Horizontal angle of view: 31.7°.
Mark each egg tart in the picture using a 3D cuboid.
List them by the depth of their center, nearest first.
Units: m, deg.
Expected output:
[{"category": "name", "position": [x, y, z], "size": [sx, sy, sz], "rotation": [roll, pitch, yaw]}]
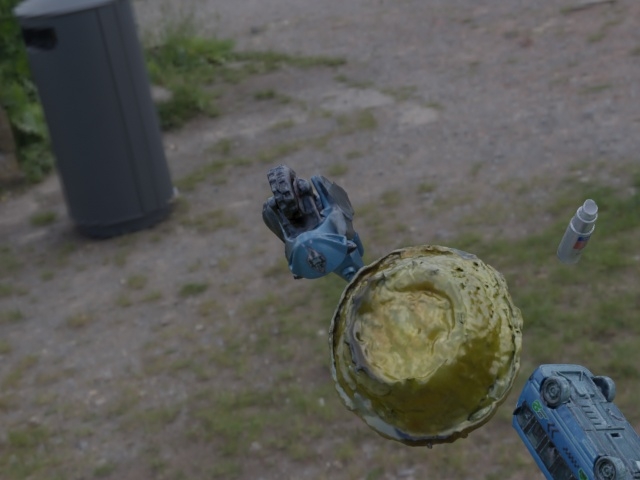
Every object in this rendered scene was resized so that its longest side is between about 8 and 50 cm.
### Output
[{"category": "egg tart", "position": [0.156, 0.154, 1.804], "size": [0.345, 0.345, 0.132], "rotation": [-7, -23, 17]}]

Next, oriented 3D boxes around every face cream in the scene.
[{"category": "face cream", "position": [0.351, -0.012, 1.532], "size": [0.034, 0.130, 0.034], "rotation": [1, 60, -1]}]

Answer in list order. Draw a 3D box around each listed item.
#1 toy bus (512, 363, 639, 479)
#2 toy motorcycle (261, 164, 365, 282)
[{"category": "toy bus", "position": [0.369, 0.291, 1.553], "size": [0.113, 0.134, 0.246], "rotation": [4, 39, -35]}, {"category": "toy motorcycle", "position": [0.000, 0.000, 2.310], "size": [0.172, 0.232, 0.416], "rotation": [-26, -23, 9]}]
